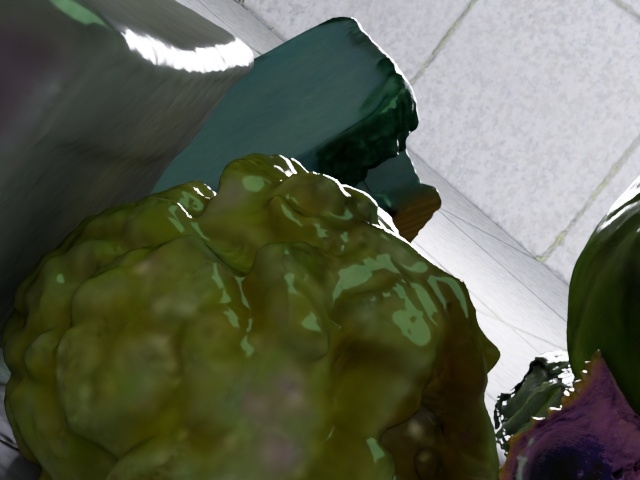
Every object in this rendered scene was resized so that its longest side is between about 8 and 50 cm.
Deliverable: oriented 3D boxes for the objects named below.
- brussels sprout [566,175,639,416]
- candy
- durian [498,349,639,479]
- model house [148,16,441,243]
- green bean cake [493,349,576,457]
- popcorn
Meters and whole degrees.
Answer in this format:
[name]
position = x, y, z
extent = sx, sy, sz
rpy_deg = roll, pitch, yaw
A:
[brussels sprout]
position = 0.376, 0.066, 1.406
extent = 0.281, 0.354, 0.289
rpy_deg = 55, 27, -27
[candy]
position = -0.169, -0.058, 0.937
extent = 0.145, 0.208, 0.358
rpy_deg = 38, 9, 4
[durian]
position = 0.236, 0.243, 1.287
extent = 0.186, 0.153, 0.260
rpy_deg = 56, -3, -32
[model house]
position = 0.000, 0.000, 1.421
extent = 0.249, 0.230, 0.280
rpy_deg = 61, 2, -23
[green bean cake]
position = 0.283, 0.219, 1.602
extent = 0.255, 0.132, 0.241
rpy_deg = 37, 12, -9
[popcorn]
position = -0.024, 0.074, 0.865
extent = 0.259, 0.212, 0.259
rpy_deg = 31, 8, -5
